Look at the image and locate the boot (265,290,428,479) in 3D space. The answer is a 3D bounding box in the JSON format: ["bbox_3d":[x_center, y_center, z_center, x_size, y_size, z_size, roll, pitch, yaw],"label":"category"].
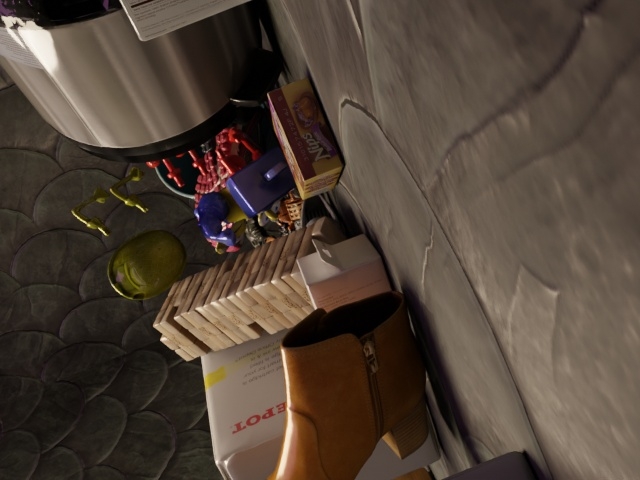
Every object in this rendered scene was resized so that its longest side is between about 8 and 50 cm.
[{"bbox_3d":[-0.015,0.189,0.702,0.104,0.295,0.211,29,145,51],"label":"boot"}]

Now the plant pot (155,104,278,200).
[{"bbox_3d":[-0.169,-0.171,1.464,0.255,0.272,0.271,40,-156,-61],"label":"plant pot"}]

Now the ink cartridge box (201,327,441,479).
[{"bbox_3d":[-0.023,0.205,1.049,0.384,0.279,0.160,-117,5,-62],"label":"ink cartridge box"}]

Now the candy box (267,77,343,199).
[{"bbox_3d":[-0.019,-0.116,0.843,0.187,0.053,0.109,110,138,-88],"label":"candy box"}]

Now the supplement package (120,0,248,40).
[{"bbox_3d":[-0.139,-0.321,0.563,0.203,0.149,0.194,71,177,-60],"label":"supplement package"}]

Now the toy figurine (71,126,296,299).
[{"bbox_3d":[-0.143,-0.080,1.001,0.217,0.362,0.191,-20,103,49],"label":"toy figurine"}]

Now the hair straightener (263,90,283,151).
[{"bbox_3d":[-0.087,-0.264,1.236,0.089,0.047,0.230,129,124,-87],"label":"hair straightener"}]

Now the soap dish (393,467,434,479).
[{"bbox_3d":[0.197,0.554,1.203,0.291,0.118,0.229,-123,11,-75],"label":"soap dish"}]

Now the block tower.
[{"bbox_3d":[-0.099,0.078,0.972,0.091,0.335,0.097,45,-139,-27],"label":"block tower"}]

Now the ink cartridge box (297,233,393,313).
[{"bbox_3d":[0.036,0.066,0.803,0.092,0.090,0.143,-120,9,-69],"label":"ink cartridge box"}]

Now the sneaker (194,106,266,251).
[{"bbox_3d":[-0.146,-0.127,1.233,0.121,0.112,0.299,-12,71,47],"label":"sneaker"}]

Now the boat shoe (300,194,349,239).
[{"bbox_3d":[0.000,0.000,1.059,0.226,0.083,0.076,-115,3,-60],"label":"boat shoe"}]

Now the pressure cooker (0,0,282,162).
[{"bbox_3d":[-0.277,-0.318,0.965,0.420,0.375,0.370,75,170,-62],"label":"pressure cooker"}]

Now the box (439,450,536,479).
[{"bbox_3d":[0.080,0.309,0.553,0.345,0.215,0.168,72,175,-64],"label":"box"}]

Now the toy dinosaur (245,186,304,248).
[{"bbox_3d":[-0.048,-0.006,1.300,0.218,0.164,0.322,36,122,51],"label":"toy dinosaur"}]
